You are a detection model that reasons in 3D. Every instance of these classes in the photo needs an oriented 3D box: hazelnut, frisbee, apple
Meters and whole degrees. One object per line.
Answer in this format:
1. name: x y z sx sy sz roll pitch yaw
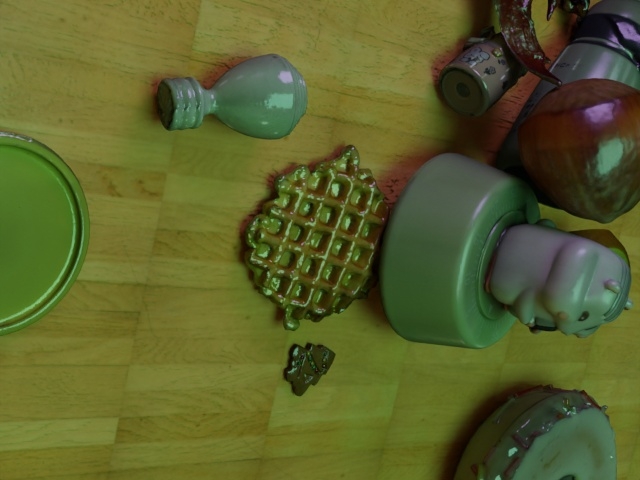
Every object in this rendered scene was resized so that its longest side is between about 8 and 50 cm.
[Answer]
1. hazelnut: 0.382 -0.127 1.470 0.214 0.176 0.214 5 78 -22
2. frisbee: -0.365 -0.004 1.167 0.236 0.017 0.236 -15 113 -37
3. apple: 0.445 0.047 1.785 0.147 0.146 0.163 -26 104 -23

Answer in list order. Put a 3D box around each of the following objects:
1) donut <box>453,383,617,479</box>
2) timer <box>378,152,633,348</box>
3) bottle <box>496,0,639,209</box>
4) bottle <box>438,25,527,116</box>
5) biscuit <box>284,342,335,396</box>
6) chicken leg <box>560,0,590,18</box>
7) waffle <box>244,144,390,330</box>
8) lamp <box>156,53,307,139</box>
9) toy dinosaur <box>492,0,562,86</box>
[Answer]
1. donut: 0.370 0.429 1.847 0.382 0.142 0.383 -14 113 -38
2. timer: 0.286 0.044 1.500 0.291 0.315 0.291 -26 123 -47
3. bottle: 0.424 -0.226 1.667 0.168 0.168 0.347 40 75 -41
4. bottle: 0.250 -0.258 1.562 0.152 0.099 0.099 -42 127 -31
5. biscuit: -0.013 0.182 1.527 0.092 0.016 0.082 -16 113 -34
6. chicken leg: 0.405 -0.546 1.603 0.158 0.096 0.407 -18 119 -56
7. waffle: 0.000 0.000 1.460 0.238 0.059 0.243 -34 121 -24
8. lamp: -0.104 -0.173 1.286 0.193 0.106 0.106 -7 108 -29
9. toy dinosaur: 0.310 -0.376 1.509 0.206 0.113 0.327 35 61 -30
